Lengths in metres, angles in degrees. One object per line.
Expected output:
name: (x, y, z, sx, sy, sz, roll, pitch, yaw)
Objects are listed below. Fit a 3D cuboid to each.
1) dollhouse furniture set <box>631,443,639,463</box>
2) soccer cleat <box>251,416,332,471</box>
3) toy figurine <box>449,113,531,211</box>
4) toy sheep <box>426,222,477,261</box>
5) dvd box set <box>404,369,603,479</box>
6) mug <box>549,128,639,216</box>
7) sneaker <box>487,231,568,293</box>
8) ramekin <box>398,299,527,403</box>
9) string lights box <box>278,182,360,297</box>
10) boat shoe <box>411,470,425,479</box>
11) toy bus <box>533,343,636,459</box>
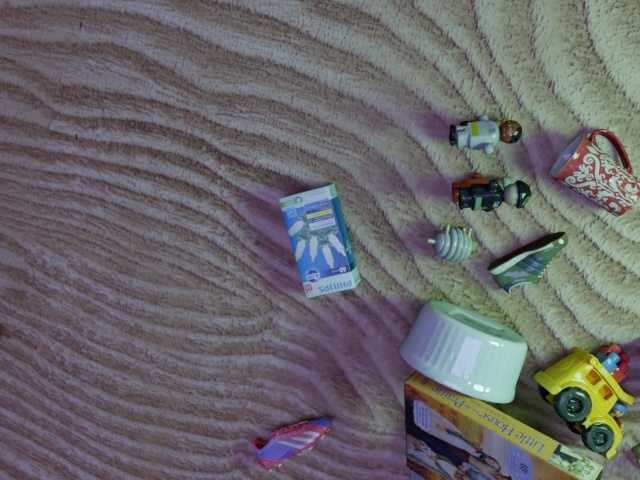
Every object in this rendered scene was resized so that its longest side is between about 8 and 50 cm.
dollhouse furniture set: (0.801, 0.527, 1.416, 0.129, 0.183, 0.129, -37, 89, 19)
soccer cleat: (-0.079, 0.532, 1.720, 0.248, 0.083, 0.095, -38, 84, 21)
toy figurine: (0.366, -0.168, 1.392, 0.148, 0.213, 0.209, -4, 97, 7)
toy sheep: (0.309, 0.007, 1.503, 0.132, 0.091, 0.091, 9, 104, -12)
dvd box set: (0.367, 0.487, 1.369, 0.420, 0.062, 0.308, 24, 135, 36)
mug: (0.612, -0.150, 1.380, 0.169, 0.113, 0.150, 36, 109, 3)
sneaker: (0.493, 0.057, 1.480, 0.192, 0.064, 0.086, -28, 100, 19)
ramekin: (0.330, 0.242, 1.452, 0.277, 0.277, 0.135, 21, 98, 11)
string lights box: (0.000, 0.000, 1.594, 0.133, 0.077, 0.260, -14, 97, 16)
boat shoe: (0.290, 0.583, 1.623, 0.114, 0.091, 0.302, 25, 111, 43)
toy bus: (0.637, 0.350, 1.464, 0.211, 0.149, 0.220, -40, 91, 3)
